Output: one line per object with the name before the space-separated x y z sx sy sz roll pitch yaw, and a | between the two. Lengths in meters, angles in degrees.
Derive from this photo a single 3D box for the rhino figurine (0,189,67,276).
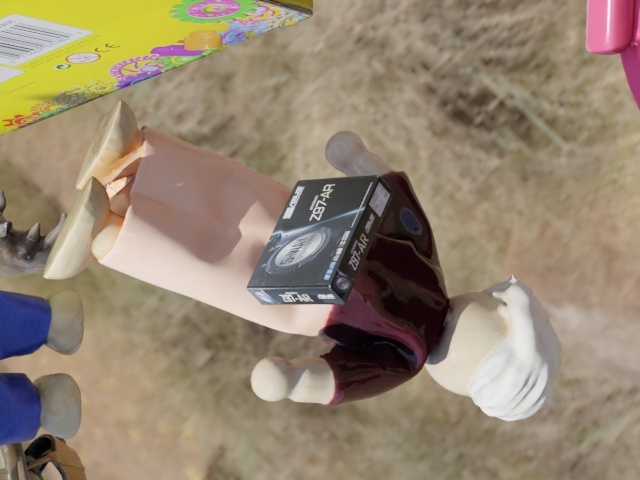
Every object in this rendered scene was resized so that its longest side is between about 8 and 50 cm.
rhino figurine | -0.319 0.034 1.527 0.073 0.243 0.106 -110 -7 -58

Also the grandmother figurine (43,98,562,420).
grandmother figurine | 0.006 0.022 1.195 0.342 0.208 0.104 24 157 -14

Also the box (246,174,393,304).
box | 0.000 0.000 1.100 0.067 0.083 0.018 -1 143 41

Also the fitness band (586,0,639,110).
fitness band | 0.271 -0.182 1.211 0.209 0.054 0.291 22 120 45

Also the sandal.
sandal | -0.197 0.185 1.354 0.219 0.060 0.090 76 170 -54

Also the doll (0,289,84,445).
doll | -0.189 0.050 0.754 0.046 0.189 0.129 11 100 51

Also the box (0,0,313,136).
box | -0.178 -0.198 0.775 0.290 0.177 0.279 -17 74 38
